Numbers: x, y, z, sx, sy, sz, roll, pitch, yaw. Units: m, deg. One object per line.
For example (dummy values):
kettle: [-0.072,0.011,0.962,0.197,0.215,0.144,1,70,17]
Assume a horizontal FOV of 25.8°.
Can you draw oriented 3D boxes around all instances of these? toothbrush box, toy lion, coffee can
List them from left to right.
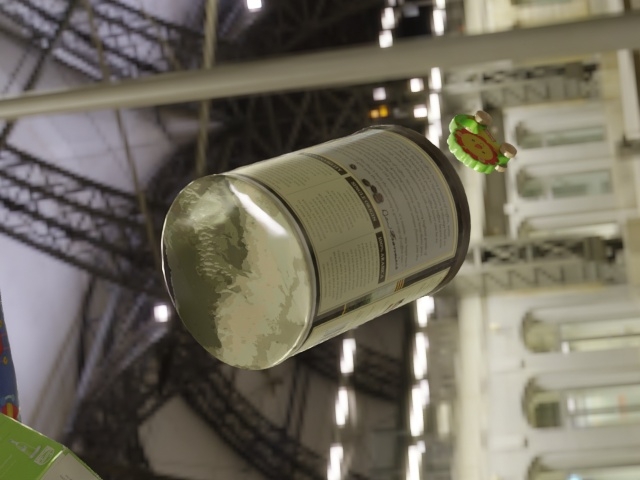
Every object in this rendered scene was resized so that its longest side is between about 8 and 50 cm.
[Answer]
toothbrush box: [-0.291,0.300,1.491,0.122,0.283,0.206,-49,-64,-17]
coffee can: [0.000,0.000,1.472,0.275,0.201,0.202,-20,-74,-48]
toy lion: [0.197,-0.125,1.787,0.096,0.034,0.100,0,-134,-41]

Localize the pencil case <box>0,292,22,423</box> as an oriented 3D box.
pencil case: [-0.481,0.143,1.877,0.119,0.133,0.306,-10,-89,-47]
